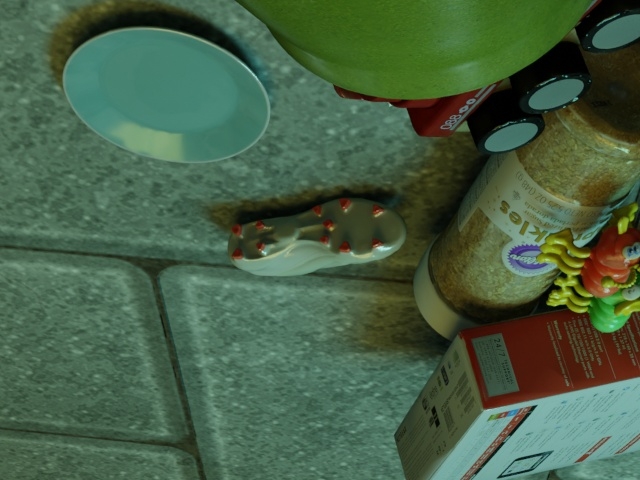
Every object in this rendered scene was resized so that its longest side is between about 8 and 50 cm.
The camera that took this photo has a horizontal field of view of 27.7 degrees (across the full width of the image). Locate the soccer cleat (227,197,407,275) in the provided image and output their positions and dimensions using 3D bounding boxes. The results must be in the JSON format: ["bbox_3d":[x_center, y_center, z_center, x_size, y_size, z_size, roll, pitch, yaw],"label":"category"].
[{"bbox_3d":[0.000,0.000,1.310,0.196,0.068,0.076,-7,159,24],"label":"soccer cleat"}]

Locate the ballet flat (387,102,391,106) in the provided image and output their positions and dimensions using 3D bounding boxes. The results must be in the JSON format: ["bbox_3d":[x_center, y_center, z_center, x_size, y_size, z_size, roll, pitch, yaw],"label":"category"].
[{"bbox_3d":[0.031,-0.153,1.060,0.203,0.074,0.074,17,146,-25],"label":"ballet flat"}]

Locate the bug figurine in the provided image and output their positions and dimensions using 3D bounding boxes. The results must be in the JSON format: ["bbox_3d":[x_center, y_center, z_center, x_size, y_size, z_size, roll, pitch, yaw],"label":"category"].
[{"bbox_3d":[0.319,0.004,1.122,0.279,0.072,0.216,-22,157,-12],"label":"bug figurine"}]

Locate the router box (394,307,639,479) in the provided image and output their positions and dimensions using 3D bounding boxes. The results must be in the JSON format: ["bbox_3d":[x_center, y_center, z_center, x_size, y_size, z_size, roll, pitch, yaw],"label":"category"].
[{"bbox_3d":[0.256,0.163,1.353,0.301,0.082,0.335,-10,156,-13],"label":"router box"}]

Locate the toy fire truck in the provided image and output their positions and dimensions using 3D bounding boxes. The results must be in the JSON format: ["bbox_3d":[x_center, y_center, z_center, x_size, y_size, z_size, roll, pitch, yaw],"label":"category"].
[{"bbox_3d":[0.074,-0.175,0.922,0.246,0.158,0.217,-4,155,-30],"label":"toy fire truck"}]

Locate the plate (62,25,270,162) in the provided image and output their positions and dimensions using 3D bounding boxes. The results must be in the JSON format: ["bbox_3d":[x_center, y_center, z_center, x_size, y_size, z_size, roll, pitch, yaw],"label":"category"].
[{"bbox_3d":[-0.136,-0.134,1.164,0.188,0.024,0.188,6,147,4],"label":"plate"}]

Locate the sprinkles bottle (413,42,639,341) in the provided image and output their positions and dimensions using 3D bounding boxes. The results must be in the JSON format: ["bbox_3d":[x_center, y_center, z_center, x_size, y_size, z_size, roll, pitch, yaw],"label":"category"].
[{"bbox_3d":[0.192,-0.033,1.160,0.121,0.121,0.355,13,146,-9],"label":"sprinkles bottle"}]

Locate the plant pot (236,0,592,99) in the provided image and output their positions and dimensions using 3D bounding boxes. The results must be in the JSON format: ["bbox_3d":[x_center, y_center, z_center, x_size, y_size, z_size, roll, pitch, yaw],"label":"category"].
[{"bbox_3d":[0.031,-0.258,0.688,0.366,0.367,0.353,-1,158,13],"label":"plant pot"}]
